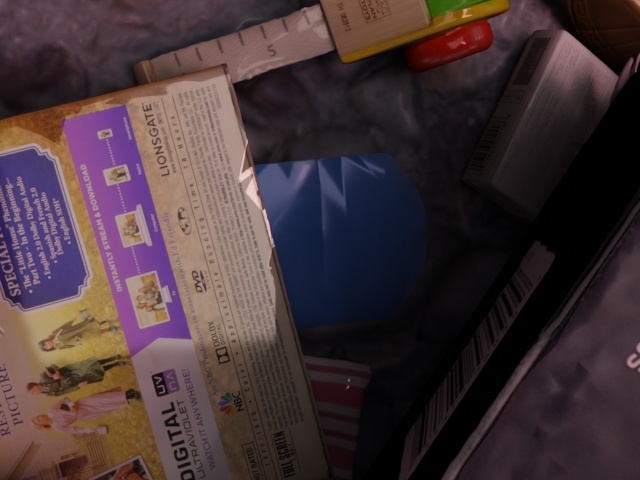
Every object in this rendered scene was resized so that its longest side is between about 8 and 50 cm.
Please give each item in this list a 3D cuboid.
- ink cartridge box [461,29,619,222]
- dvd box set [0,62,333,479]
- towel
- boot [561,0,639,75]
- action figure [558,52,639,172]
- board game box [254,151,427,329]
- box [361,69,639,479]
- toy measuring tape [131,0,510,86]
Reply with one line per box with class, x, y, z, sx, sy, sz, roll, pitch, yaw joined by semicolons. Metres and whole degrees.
ink cartridge box;0.221;-0.076;0.750;0.179;0.045;0.145;29;85;-34
dvd box set;-0.228;0.079;0.589;0.421;0.062;0.307;-16;100;-9
towel;-0.039;0.185;0.689;0.144;0.029;0.197;9;91;-17
boot;0.339;-0.219;0.732;0.262;0.095;0.203;31;86;-20
action figure;0.332;-0.063;0.683;0.285;0.099;0.185;-1;134;1
board game box;0.000;0.000;0.688;0.169;0.033;0.133;-7;101;-10
box;0.282;0.205;0.509;0.472;0.297;0.480;33;98;5
toy measuring tape;0.024;-0.168;0.664;0.330;0.121;0.121;-18;99;9
